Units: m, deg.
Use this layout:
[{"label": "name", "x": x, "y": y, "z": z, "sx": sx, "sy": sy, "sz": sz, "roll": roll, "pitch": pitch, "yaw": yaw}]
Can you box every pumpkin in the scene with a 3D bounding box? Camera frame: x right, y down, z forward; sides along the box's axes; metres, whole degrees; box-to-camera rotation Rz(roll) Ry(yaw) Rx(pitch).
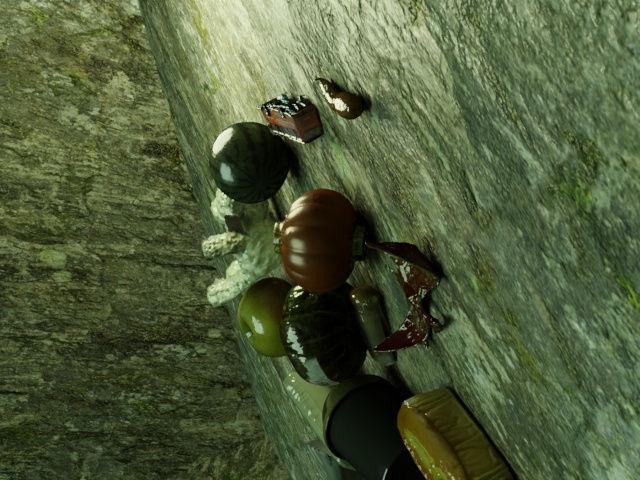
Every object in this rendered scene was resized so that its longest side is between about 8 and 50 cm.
[{"label": "pumpkin", "x": 0.000, "y": 0.203, "z": 1.868, "sx": 0.260, "sy": 0.189, "sz": 0.260, "roll": 39, "pitch": -134, "yaw": -56}]

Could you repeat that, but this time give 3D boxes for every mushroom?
[{"label": "mushroom", "x": 0.119, "y": 0.196, "z": 1.827, "sx": 0.084, "sy": 0.071, "sz": 0.209, "roll": -134, "pitch": 23, "yaw": -66}]

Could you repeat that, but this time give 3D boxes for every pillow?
[{"label": "pillow", "x": 0.056, "y": 0.478, "z": 2.124, "sx": 0.255, "sy": 0.120, "sz": 0.322, "roll": 27, "pitch": -165, "yaw": -48}]

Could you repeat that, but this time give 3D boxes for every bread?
[{"label": "bread", "x": 0.259, "y": 0.421, "z": 1.552, "sx": 0.288, "sy": 0.119, "sz": 0.153, "roll": 54, "pitch": 162, "yaw": 43}]

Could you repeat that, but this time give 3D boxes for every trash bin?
[{"label": "trash bin", "x": 0.128, "y": 0.440, "z": 1.851, "sx": 0.334, "sy": 0.214, "sz": 0.214, "roll": 38, "pitch": 147, "yaw": 52}]

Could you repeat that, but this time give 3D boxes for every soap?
[{"label": "soap", "x": 0.053, "y": 0.612, "z": 2.436, "sx": 0.258, "sy": 0.158, "sz": 0.302, "roll": -124, "pitch": 21, "yaw": -45}]

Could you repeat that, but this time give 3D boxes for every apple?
[{"label": "apple", "x": -0.153, "y": 0.242, "z": 2.556, "sx": 0.261, "sy": 0.194, "sz": 0.261, "roll": 48, "pitch": 152, "yaw": 37}]

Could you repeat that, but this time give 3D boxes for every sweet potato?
[{"label": "sweet potato", "x": 0.035, "y": -0.269, "z": 1.535, "sx": 0.214, "sy": 0.050, "sz": 0.050, "roll": -127, "pitch": 21, "yaw": -61}]

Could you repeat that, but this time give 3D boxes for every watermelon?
[{"label": "watermelon", "x": -0.181, "y": -0.199, "z": 2.049, "sx": 0.212, "sy": 0.212, "sz": 0.212, "roll": 58, "pitch": 161, "yaw": 33}]

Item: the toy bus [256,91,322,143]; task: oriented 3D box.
[{"label": "toy bus", "x": -0.071, "y": -0.278, "z": 1.835, "sx": 0.096, "sy": 0.073, "sz": 0.235, "roll": 67, "pitch": 165, "yaw": -20}]

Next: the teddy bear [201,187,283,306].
[{"label": "teddy bear", "x": -0.269, "y": -0.049, "z": 2.394, "sx": 0.375, "sy": 0.327, "sz": 0.362, "roll": -30, "pitch": 104, "yaw": 38}]

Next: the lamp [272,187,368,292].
[{"label": "lamp", "x": 0.000, "y": 0.000, "z": 1.719, "sx": 0.223, "sy": 0.196, "sz": 0.223, "roll": 6, "pitch": -90, "yaw": -79}]

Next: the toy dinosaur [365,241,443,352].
[{"label": "toy dinosaur", "x": 0.147, "y": 0.116, "z": 1.542, "sx": 0.327, "sy": 0.112, "sz": 0.207, "roll": 119, "pitch": 128, "yaw": -72}]
